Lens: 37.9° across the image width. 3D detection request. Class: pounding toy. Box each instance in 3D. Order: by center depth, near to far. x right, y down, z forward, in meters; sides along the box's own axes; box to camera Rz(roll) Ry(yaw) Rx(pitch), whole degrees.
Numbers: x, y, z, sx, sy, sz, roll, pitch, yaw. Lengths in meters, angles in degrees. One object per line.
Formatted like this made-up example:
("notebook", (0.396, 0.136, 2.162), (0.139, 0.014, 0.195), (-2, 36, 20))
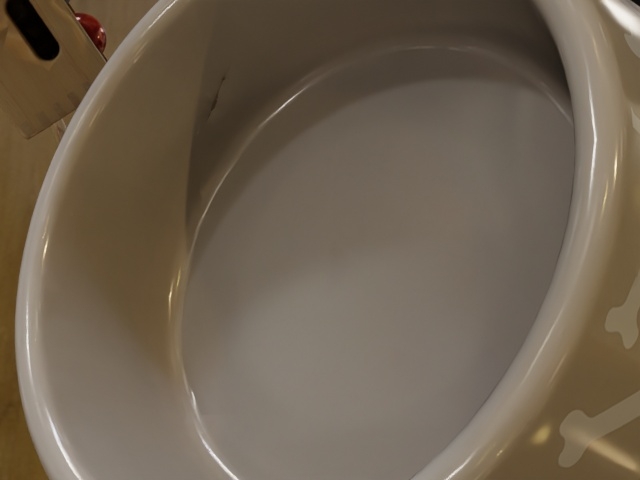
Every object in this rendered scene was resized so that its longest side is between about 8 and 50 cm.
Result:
("pounding toy", (-0.217, -0.148, 0.766), (0.094, 0.206, 0.181), (-34, 108, -3))

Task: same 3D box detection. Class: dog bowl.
("dog bowl", (0.000, 0.000, 0.423), (0.102, 0.348, 0.349), (29, 58, -49))
